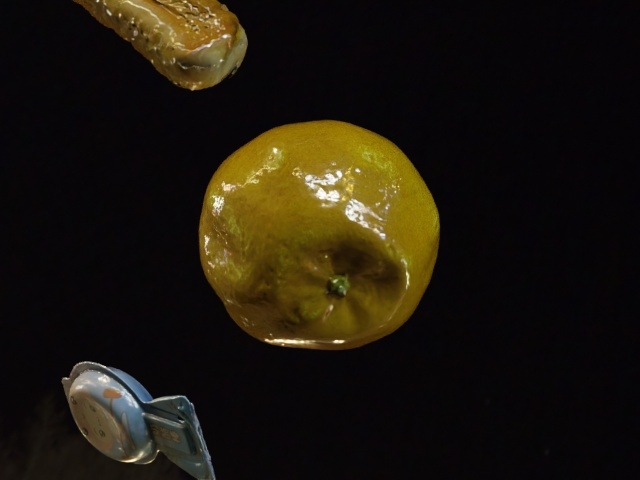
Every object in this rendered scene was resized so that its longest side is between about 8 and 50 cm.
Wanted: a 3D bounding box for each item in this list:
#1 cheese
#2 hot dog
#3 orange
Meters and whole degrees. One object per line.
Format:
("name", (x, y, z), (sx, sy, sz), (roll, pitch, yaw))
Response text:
("cheese", (-0.211, 0.202, 1.496), (0.245, 0.052, 0.135), (10, -55, 43))
("hot dog", (-0.161, -0.212, 1.079), (0.289, 0.083, 0.068), (44, -6, 30))
("orange", (0.000, 0.000, 1.513), (0.279, 0.235, 0.279), (-3, -51, -4))
